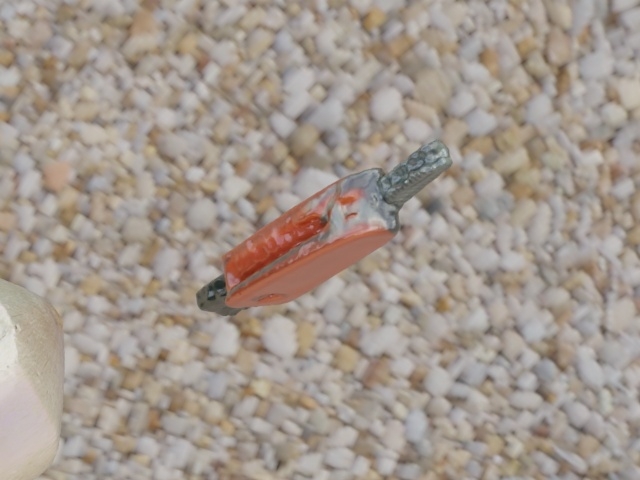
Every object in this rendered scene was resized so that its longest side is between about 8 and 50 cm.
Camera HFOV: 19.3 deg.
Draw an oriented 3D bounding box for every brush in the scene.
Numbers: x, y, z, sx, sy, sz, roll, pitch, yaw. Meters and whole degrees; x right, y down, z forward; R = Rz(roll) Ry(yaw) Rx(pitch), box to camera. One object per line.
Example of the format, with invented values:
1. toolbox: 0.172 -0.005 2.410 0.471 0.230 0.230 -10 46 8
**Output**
1. brush: 0.000 0.001 1.457 0.323 0.070 0.051 -36 57 50

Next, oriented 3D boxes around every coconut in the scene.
1. coconut: -0.308 0.119 1.508 0.234 0.224 0.224 -38 68 -15
